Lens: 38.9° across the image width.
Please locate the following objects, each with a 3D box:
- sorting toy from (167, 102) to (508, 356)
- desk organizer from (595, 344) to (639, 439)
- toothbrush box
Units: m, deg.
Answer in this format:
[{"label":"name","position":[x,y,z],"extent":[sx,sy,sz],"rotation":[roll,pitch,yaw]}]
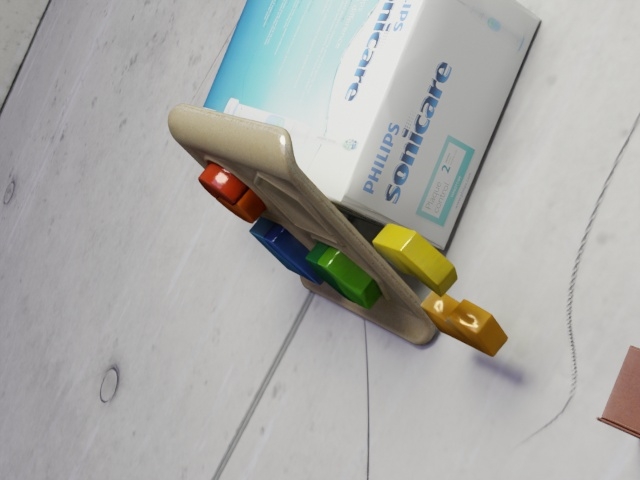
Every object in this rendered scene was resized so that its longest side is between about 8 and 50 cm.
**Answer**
[{"label":"sorting toy","position":[0.000,0.000,0.724],"extent":[0.041,0.229,0.307],"rotation":[-47,32,-13]},{"label":"desk organizer","position":[0.227,0.105,0.509],"extent":[0.130,0.047,0.050],"rotation":[20,86,55]},{"label":"toothbrush box","position":[0.023,-0.140,0.839],"extent":[0.295,0.126,0.216],"rotation":[22,90,56]}]
